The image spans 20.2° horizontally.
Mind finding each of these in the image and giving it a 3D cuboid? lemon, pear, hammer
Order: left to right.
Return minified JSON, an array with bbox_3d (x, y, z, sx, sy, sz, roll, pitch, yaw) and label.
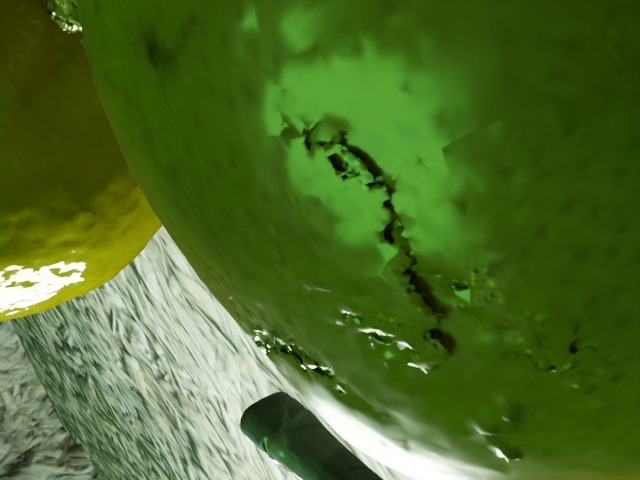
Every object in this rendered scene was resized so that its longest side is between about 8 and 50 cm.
[{"bbox_3d":[-0.240,-0.100,1.250,0.348,0.348,0.348,51,164,21],"label":"lemon"},{"bbox_3d":[0.091,0.218,1.077,0.427,0.152,0.044,35,141,33],"label":"hammer"},{"bbox_3d":[0.081,-0.102,0.437,0.285,0.285,0.336,30,109,59],"label":"pear"}]

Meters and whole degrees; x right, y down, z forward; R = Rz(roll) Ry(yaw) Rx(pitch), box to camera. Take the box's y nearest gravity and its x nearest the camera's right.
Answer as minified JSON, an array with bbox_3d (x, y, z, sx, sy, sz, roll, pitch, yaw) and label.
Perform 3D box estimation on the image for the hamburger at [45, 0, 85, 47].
[{"bbox_3d":[-0.095,-0.178,0.974,0.243,0.139,0.261,53,161,24],"label":"hamburger"}]
